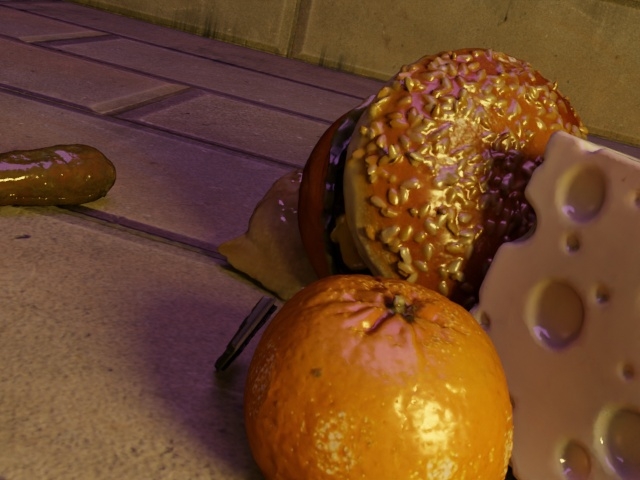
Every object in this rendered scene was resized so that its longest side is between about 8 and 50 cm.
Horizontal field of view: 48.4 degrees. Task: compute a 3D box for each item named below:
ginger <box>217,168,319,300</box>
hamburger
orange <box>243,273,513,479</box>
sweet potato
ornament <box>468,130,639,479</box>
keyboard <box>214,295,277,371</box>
[{"bbox_3d":[0.002,0.004,0.800,0.193,0.123,0.115,30,13,17],"label":"ginger"},{"bbox_3d":[0.126,-0.036,0.690,0.291,0.291,0.225,3,-6,-24],"label":"hamburger"},{"bbox_3d":[0.040,0.106,0.490,0.193,0.161,0.193,15,18,-5],"label":"orange"},{"bbox_3d":[-0.363,-0.068,0.824,0.273,0.075,0.075,-12,32,-39],"label":"sweet potato"},{"bbox_3d":[0.279,0.087,0.525,0.239,0.240,0.240,9,20,-33],"label":"ornament"},{"bbox_3d":[-0.061,0.077,0.562,0.015,0.049,0.129,34,-22,-2],"label":"keyboard"}]
